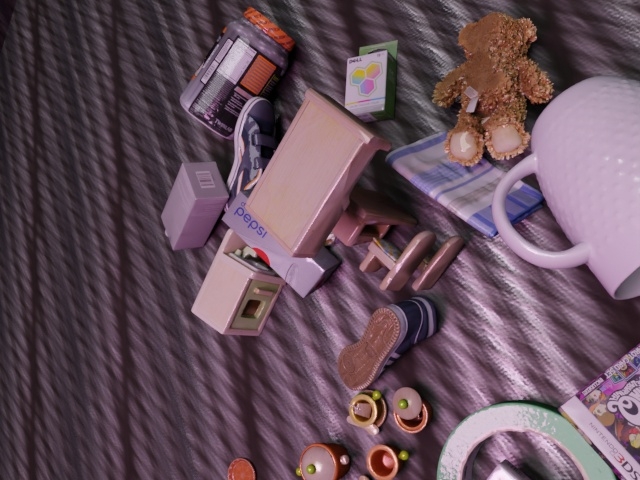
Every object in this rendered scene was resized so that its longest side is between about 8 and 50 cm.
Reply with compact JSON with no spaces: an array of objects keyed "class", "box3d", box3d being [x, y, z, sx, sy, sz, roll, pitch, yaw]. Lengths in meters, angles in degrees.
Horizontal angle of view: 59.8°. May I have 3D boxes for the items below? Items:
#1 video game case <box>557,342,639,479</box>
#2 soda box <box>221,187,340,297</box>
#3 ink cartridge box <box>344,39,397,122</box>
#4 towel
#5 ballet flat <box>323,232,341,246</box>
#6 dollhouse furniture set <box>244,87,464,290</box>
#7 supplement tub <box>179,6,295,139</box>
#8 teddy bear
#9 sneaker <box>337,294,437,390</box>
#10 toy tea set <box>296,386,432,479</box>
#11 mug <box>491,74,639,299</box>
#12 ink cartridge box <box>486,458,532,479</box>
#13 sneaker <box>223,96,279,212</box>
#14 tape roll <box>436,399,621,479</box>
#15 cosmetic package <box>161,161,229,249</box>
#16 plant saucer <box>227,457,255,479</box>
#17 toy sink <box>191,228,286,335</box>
[{"class":"video game case","box3d":[0.564,0.296,0.930,0.232,0.042,0.210,-36,63,-3]},{"class":"soda box","box3d":[-0.097,0.001,1.340,0.286,0.091,0.098,43,116,11]},{"class":"ink cartridge box","box3d":[0.124,-0.398,1.361,0.109,0.062,0.209,-1,79,31]},{"class":"towel","box3d":[0.294,-0.126,1.138,0.285,0.209,0.034,42,138,28]},{"class":"ballet flat","box3d":[0.000,0.000,1.369,0.114,0.041,0.041,-20,71,26]},{"class":"dollhouse furniture set","box3d":[0.083,-0.108,1.126,0.362,0.394,0.256,45,113,30]},{"class":"supplement tub","box3d":[-0.218,-0.447,1.498,0.193,0.194,0.316,44,103,29]},{"class":"teddy bear","box3d":[0.355,-0.303,1.151,0.245,0.113,0.337,-27,52,34]},{"class":"sneaker","box3d":[0.150,0.223,1.214,0.099,0.153,0.282,54,138,25]},{"class":"toy tea set","box3d":[0.089,0.437,1.178,0.200,0.124,0.336,35,99,31]},{"class":"mug","box3d":[0.480,-0.089,0.946,0.374,0.276,0.328,-26,60,3]},{"class":"ink cartridge box","box3d":[0.290,0.590,0.975,0.176,0.069,0.371,37,97,30]},{"class":"sneaker","box3d":[-0.157,-0.208,1.456,0.127,0.126,0.321,21,103,37]},{"class":"tape roll","box3d":[0.381,0.463,1.030,0.321,0.077,0.321,-6,78,30]},{"class":"cosmetic package","box3d":[-0.344,-0.090,1.503,0.238,0.107,0.127,-52,55,47]},{"class":"plant saucer","box3d":[-0.194,0.585,1.383,0.084,0.013,0.083,-7,76,29]},{"class":"toy sink","box3d":[-0.186,0.109,1.393,0.131,0.153,0.234,27,94,32]}]
